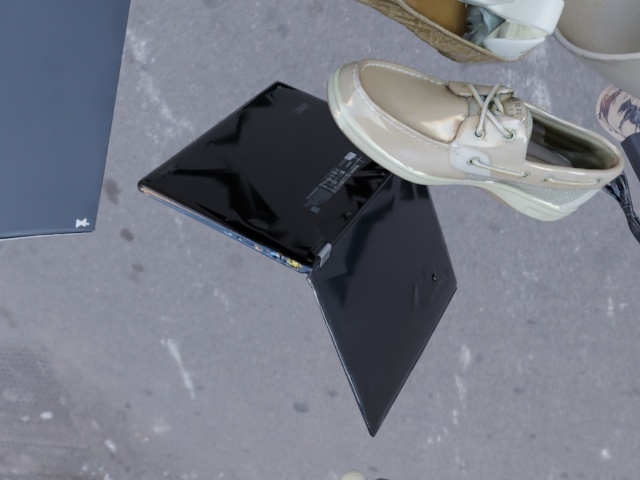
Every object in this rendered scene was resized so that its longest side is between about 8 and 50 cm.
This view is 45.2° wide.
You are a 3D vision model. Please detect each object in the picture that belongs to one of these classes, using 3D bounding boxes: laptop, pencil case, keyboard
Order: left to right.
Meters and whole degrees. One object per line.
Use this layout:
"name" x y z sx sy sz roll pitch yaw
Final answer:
"laptop" 0.000 0.000 1.147 0.408 0.382 0.236 26 130 13
"pencil case" 0.783 -0.276 1.780 0.183 0.410 0.160 23 107 -4
"keyboard" 0.594 -0.044 1.291 0.201 0.317 0.033 -14 159 -16

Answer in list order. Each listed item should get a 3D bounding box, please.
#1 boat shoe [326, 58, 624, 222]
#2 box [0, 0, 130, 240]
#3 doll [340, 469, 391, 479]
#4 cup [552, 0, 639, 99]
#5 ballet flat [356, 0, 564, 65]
"boat shoe" 0.148 -0.103 0.702 0.302 0.109 0.098 19 146 -26
"box" -0.218 -0.156 0.545 0.184 0.103 0.261 50 134 36
"doll" 0.115 0.332 0.971 0.189 0.046 0.129 14 152 1
"cup" 0.439 -0.248 0.792 0.331 0.331 0.237 -32 127 31
"ballet flat" 0.135 -0.223 0.678 0.124 0.342 0.116 27 102 43
